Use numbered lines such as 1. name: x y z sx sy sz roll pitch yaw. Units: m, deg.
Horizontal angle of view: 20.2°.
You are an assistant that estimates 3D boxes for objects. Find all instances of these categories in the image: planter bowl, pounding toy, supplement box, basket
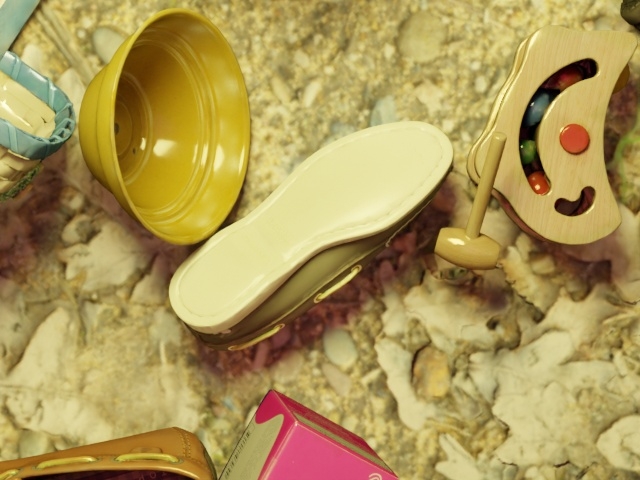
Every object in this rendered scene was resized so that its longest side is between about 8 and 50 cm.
1. planter bowl: -0.161 -0.105 1.669 0.090 0.217 0.217 1 93 33
2. pounding toy: 0.229 -0.079 1.702 0.154 0.155 0.269 24 90 -2
3. supplement box: -0.016 0.222 1.656 0.114 0.220 0.111 29 89 -7
4. basket: -0.302 -0.156 1.599 0.201 0.255 0.289 30 107 -9

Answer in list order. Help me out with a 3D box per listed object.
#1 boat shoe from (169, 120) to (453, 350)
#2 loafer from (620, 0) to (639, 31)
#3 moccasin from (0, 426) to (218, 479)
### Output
1. boat shoe: -0.002 -0.003 1.714 0.305 0.091 0.109 -34 60 -6
2. loafer: 0.394 -0.268 1.759 0.220 0.080 0.078 -40 106 2
3. moccasin: -0.279 0.277 1.664 0.380 0.147 0.139 -11 94 -3
